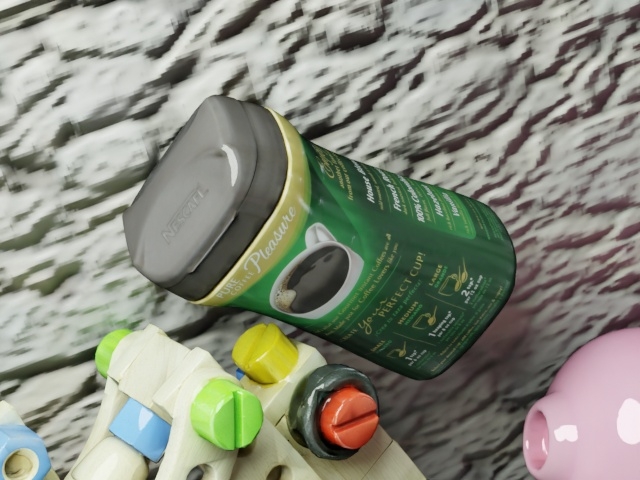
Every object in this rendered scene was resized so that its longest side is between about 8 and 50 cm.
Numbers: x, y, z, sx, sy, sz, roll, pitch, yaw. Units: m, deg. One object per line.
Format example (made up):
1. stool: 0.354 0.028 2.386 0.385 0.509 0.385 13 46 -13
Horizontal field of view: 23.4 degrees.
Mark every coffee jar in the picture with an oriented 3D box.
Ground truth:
1. coffee jar: 0.000 0.000 0.754 0.184 0.079 0.096 22 119 -33

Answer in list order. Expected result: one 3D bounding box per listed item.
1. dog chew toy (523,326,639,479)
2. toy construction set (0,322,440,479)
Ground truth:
1. dog chew toy: 0.277 0.119 0.882 0.332 0.206 0.206 5 121 -16
2. toy construction set: -0.046 0.167 0.804 0.215 0.151 0.327 -49 139 -17
